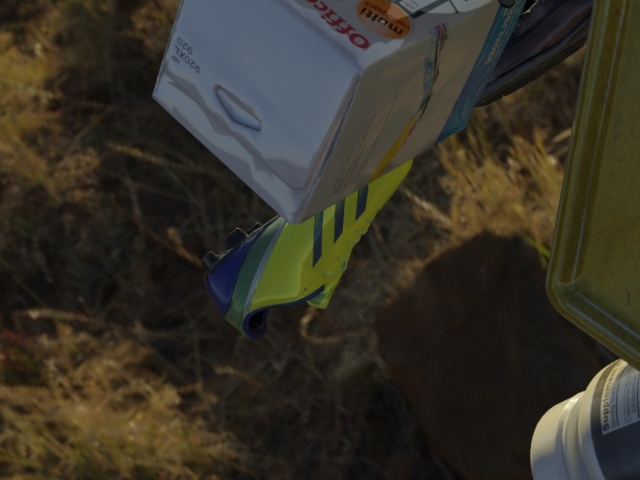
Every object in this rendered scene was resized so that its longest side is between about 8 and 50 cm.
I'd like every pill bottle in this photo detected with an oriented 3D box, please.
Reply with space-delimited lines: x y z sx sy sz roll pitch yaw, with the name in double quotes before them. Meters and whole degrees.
"pill bottle" 0.395 0.192 1.433 0.361 0.204 0.204 -36 30 48

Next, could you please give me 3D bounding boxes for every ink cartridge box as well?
"ink cartridge box" 0.017 -0.159 1.130 0.171 0.168 0.232 41 46 18

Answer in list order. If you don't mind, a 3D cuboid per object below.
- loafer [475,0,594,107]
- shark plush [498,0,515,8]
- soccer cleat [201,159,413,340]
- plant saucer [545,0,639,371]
"loafer" 0.276 -0.265 1.641 0.302 0.095 0.109 -33 -6 33
"shark plush" 0.144 -0.248 1.036 0.073 0.161 0.067 -33 12 -12
"soccer cleat" 0.000 0.000 1.444 0.289 0.121 0.093 -37 -8 30
"plant saucer" 0.222 -0.020 0.617 0.081 0.333 0.333 -21 40 -31
